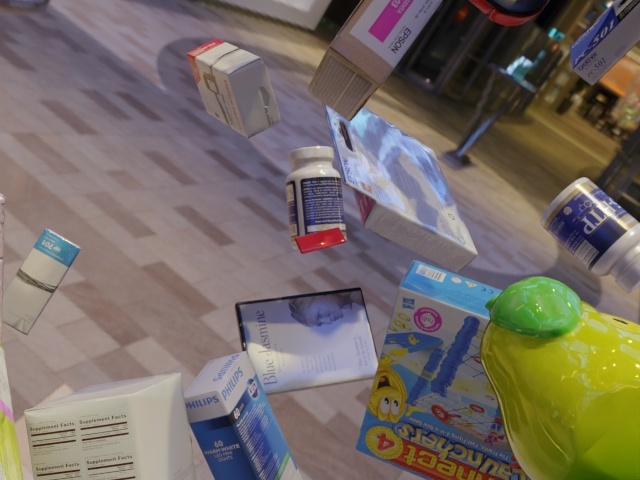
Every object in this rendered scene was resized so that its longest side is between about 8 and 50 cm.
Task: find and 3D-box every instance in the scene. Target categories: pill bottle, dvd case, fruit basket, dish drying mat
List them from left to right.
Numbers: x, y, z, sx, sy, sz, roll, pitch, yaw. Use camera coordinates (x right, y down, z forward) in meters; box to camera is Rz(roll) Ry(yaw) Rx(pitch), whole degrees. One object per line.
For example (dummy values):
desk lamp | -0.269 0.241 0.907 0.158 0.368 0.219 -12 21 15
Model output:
dvd case | -0.023 0.186 1.447 0.252 0.022 0.180 -6 69 -17
pill bottle | -0.015 -0.113 2.099 0.153 0.265 0.153 -5 -3 0
dish drying mat | 0.000 0.000 1.275 0.083 0.008 0.032 -14 60 -26
pill bottle | 0.472 -0.006 1.292 0.187 0.112 0.112 47 23 22
fruit basket | 0.302 0.196 0.680 0.392 0.282 0.392 -11 90 -76

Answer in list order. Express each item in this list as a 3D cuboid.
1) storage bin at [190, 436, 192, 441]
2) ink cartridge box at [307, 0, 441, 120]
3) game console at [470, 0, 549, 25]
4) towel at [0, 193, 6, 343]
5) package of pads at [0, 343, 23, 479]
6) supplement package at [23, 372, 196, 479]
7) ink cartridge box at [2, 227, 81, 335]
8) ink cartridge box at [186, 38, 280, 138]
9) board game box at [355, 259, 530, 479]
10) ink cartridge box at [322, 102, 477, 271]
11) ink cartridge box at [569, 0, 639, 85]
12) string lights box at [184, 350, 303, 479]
storage bin | -0.313 0.421 1.483 0.098 0.091 0.135 35 63 -7
ink cartridge box | 0.091 -0.299 1.072 0.088 0.235 0.193 36 -9 -5
game console | 0.313 -0.584 1.330 0.342 0.386 0.060 40 -18 -2
towel | -0.664 0.078 1.198 0.331 0.317 0.053 0 2 -19
package of pads | -0.469 0.252 0.898 0.101 0.229 0.297 73 -6 -53
supplement package | -0.273 0.301 1.047 0.149 0.203 0.194 -10 -3 9
ink cartridge box | -0.549 0.076 1.505 0.082 0.191 0.139 33 -10 -16
ink cartridge box | -0.134 -0.235 1.191 0.063 0.109 0.150 -30 37 -19
board game box | 0.229 0.219 1.090 0.308 0.302 0.086 19 30 14
ink cartridge box | 0.121 -0.123 1.452 0.330 0.071 0.324 25 34 -30
ink cartridge box | 0.465 -0.336 1.161 0.046 0.207 0.097 35 35 -10
string lights box | -0.120 0.325 1.237 0.260 0.076 0.133 68 20 -12
